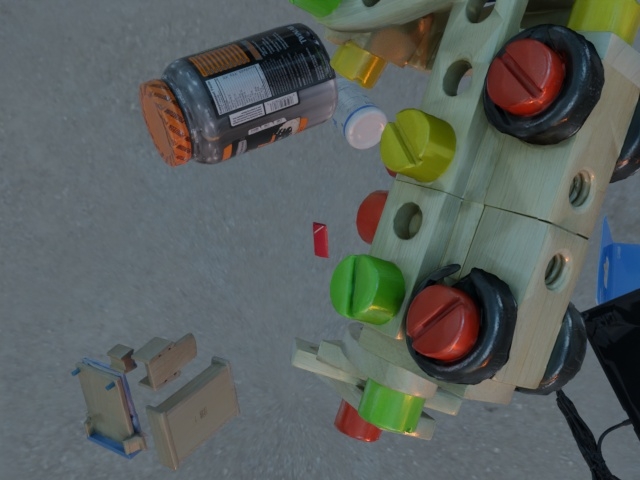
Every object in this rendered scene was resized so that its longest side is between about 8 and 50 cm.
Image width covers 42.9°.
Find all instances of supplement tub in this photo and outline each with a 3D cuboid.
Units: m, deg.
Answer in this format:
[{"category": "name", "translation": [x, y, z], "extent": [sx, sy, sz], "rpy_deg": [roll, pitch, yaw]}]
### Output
[{"category": "supplement tub", "translation": [0.050, -0.195, 1.249], "extent": [0.071, 0.071, 0.107], "rpy_deg": [-28, 45, -7]}, {"category": "supplement tub", "translation": [-0.087, -0.152, 0.867], "extent": [0.191, 0.117, 0.117], "rpy_deg": [-23, 81, -20]}]

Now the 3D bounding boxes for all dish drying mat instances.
[{"category": "dish drying mat", "translation": [0.000, 0.000, 1.689], "extent": [0.032, 0.083, 0.008], "rpy_deg": [10, 37, 19]}]

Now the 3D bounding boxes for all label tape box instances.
[{"category": "label tape box", "translation": [0.629, 0.144, 1.513], "extent": [0.115, 0.249, 0.347], "rpy_deg": [-17, 120, 32]}]

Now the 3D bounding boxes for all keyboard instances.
[{"category": "keyboard", "translation": [0.365, 0.196, 0.905], "extent": [0.202, 0.033, 0.317], "rpy_deg": [-24, 44, 11]}]

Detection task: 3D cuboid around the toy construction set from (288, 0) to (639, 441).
[{"category": "toy construction set", "translation": [0.051, -0.034, 0.415], "extent": [0.151, 0.215, 0.327], "rpy_deg": [-2, 105, -39]}]

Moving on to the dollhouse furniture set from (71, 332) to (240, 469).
[{"category": "dollhouse furniture set", "translation": [-0.361, 0.281, 1.687], "extent": [0.304, 0.198, 0.286], "rpy_deg": [10, 120, 34]}]
